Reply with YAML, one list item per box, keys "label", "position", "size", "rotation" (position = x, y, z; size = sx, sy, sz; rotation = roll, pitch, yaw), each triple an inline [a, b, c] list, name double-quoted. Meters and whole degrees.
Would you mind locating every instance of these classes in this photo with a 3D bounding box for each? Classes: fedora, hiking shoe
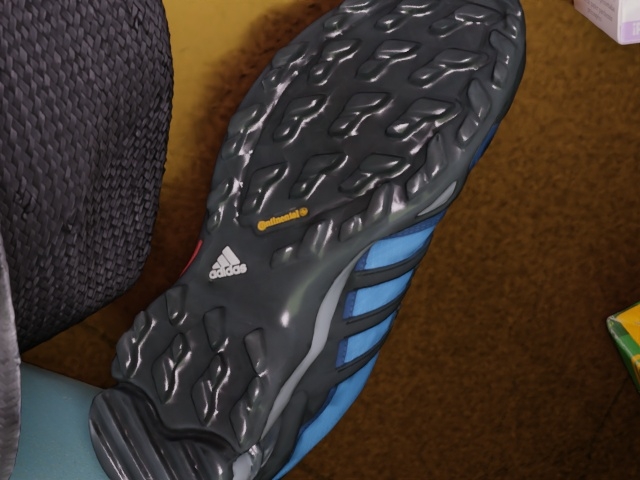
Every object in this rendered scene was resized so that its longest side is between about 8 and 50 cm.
- label: "fedora"
  position: [-0.154, -0.066, 0.561]
  size: [0.152, 0.334, 0.334]
  rotation: [-23, 123, -35]
- label: "hiking shoe"
  position: [0.000, 0.000, 0.700]
  size: [0.304, 0.113, 0.132]
  rotation: [-54, 160, 0]

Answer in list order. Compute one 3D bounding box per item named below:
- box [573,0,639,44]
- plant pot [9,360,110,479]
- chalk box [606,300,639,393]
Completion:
- label: "box"
  position: [0.289, -0.155, 0.695]
  size: [0.323, 0.067, 0.063]
  rotation: [-8, 116, -8]
- label: "plant pot"
  position: [-0.173, 0.184, 0.664]
  size: [0.165, 0.234, 0.165]
  rotation: [22, 110, -22]
- label: "chalk box"
  position: [0.319, 0.146, 0.789]
  size: [0.180, 0.179, 0.289]
  rotation: [-29, 119, 2]
